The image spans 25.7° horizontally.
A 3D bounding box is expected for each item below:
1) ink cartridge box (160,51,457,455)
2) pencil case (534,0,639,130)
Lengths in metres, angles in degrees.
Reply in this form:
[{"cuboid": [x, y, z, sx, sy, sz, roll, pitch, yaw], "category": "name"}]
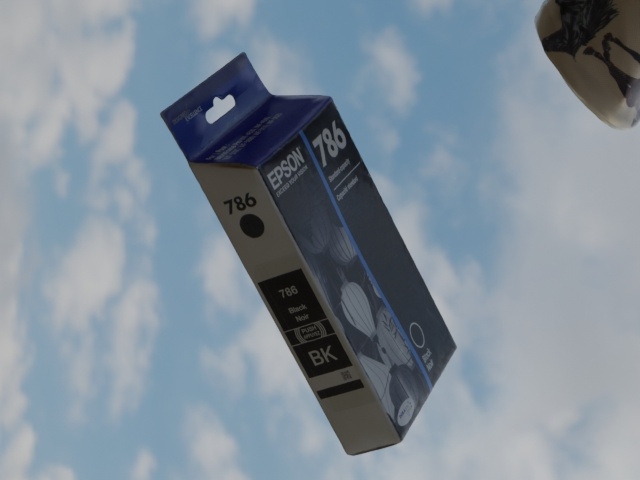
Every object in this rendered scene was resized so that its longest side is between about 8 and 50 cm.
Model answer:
[{"cuboid": [0.000, 0.000, 1.189, 0.065, 0.165, 0.332, -20, -73, 32], "category": "ink cartridge box"}, {"cuboid": [0.390, -0.291, 1.389, 0.410, 0.183, 0.160, -46, -140, 25], "category": "pencil case"}]
